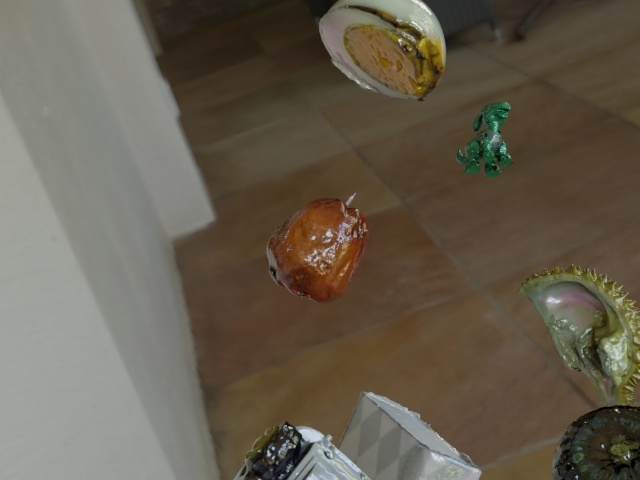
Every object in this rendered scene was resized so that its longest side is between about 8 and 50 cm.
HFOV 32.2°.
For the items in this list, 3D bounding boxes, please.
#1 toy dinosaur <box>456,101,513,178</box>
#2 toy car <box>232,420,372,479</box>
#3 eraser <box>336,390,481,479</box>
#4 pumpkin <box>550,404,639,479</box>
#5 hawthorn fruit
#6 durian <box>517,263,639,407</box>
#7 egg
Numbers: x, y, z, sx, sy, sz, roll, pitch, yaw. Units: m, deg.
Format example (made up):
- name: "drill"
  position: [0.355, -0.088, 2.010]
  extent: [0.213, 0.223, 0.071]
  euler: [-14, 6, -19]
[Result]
- name: "toy dinosaur"
  position: [0.242, -0.146, 1.644]
  extent: [0.059, 0.096, 0.132]
  euler: [11, -27, -27]
- name: "toy car"
  position: [-0.063, 0.353, 1.216]
  extent: [0.314, 0.198, 0.166]
  euler: [-50, 3, -24]
- name: "eraser"
  position: [0.058, 0.436, 1.553]
  extent: [0.082, 0.396, 0.213]
  euler: [19, 9, -34]
- name: "pumpkin"
  position: [0.461, 0.355, 1.672]
  extent: [0.233, 0.163, 0.233]
  euler: [-11, 40, 10]
- name: "hawthorn fruit"
  position: [-0.007, 0.013, 1.862]
  extent: [0.174, 0.179, 0.173]
  euler: [9, 44, -8]
- name: "durian"
  position: [0.504, 0.167, 2.016]
  extent: [0.167, 0.306, 0.172]
  euler: [-28, -10, -2]
- name: "egg"
  position: [0.145, -0.419, 2.196]
  extent: [0.174, 0.264, 0.286]
  euler: [-59, -4, -15]
